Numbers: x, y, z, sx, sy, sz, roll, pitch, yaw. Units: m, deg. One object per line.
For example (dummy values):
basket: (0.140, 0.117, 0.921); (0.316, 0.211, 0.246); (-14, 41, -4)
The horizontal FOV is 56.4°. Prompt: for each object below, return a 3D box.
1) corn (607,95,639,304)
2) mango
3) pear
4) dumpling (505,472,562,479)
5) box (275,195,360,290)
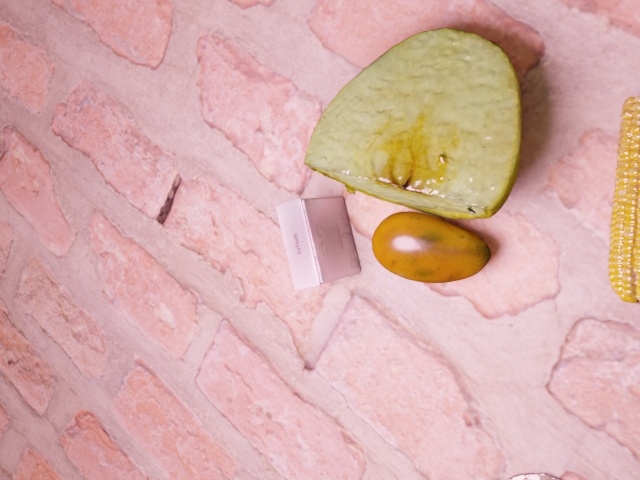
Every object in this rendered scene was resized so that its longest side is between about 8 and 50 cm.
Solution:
corn: (0.392, -0.046, 0.699); (0.093, 0.093, 0.244); (4, 98, 31)
mango: (0.153, 0.015, 0.847); (0.163, 0.111, 0.090); (20, 65, 9)
pear: (0.153, -0.161, 0.815); (0.288, 0.139, 0.239); (17, 90, 32)
dumpling: (0.310, 0.391, 0.804); (0.176, 0.092, 0.150); (-31, 65, 35)
box: (0.000, 0.000, 0.920); (0.051, 0.129, 0.130); (-15, 87, 32)
